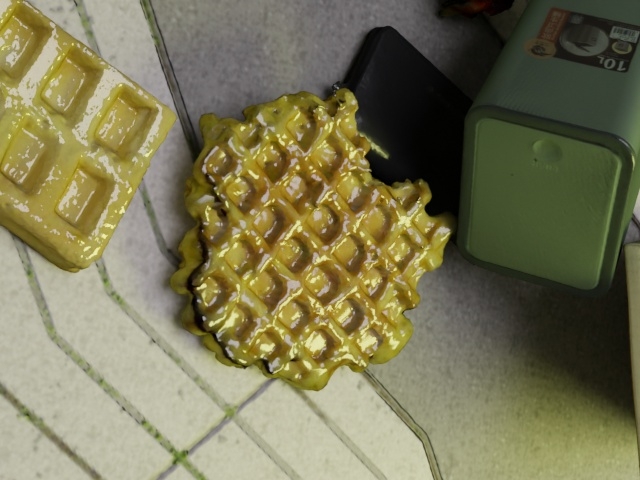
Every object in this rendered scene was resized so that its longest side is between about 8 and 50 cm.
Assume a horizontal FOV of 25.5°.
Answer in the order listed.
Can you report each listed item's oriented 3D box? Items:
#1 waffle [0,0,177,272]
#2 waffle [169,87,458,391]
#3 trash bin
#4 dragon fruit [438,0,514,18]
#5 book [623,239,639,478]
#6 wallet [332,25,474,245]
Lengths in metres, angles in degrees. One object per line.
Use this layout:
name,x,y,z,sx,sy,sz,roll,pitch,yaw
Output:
waffle,-0.259,-0.109,1.181,0.274,0.057,0.168,38,68,-28
waffle,-0.008,-0.003,1.339,0.300,0.058,0.282,23,86,-33
trash bin,0.262,-0.150,1.417,0.223,0.158,0.343,87,23,-49
dragon fruit,0.179,-0.286,1.477,0.138,0.175,0.142,27,104,-21
book,0.369,0.127,1.513,0.374,0.028,0.263,-6,93,-70
wallet,0.110,-0.106,1.452,0.250,0.044,0.149,40,63,-27
